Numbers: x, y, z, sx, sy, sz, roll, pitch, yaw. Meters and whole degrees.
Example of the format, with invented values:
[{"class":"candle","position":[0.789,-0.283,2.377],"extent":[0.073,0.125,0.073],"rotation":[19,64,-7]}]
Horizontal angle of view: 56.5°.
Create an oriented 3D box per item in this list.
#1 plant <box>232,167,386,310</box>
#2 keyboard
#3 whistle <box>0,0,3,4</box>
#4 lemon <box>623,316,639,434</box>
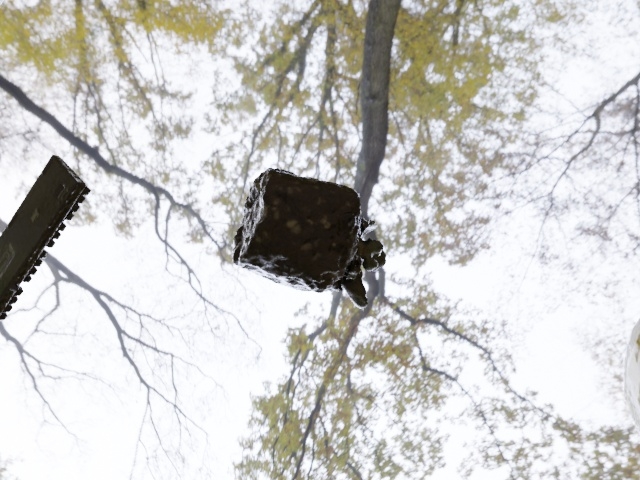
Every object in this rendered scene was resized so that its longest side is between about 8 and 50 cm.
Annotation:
[{"class":"plant","position":[0.000,0.000,1.147],"extent":[0.312,0.213,0.215],"rotation":[22,-100,-15]},{"class":"keyboard","position":[-0.420,0.035,0.811],"extent":[0.106,0.027,0.317],"rotation":[39,-84,36]},{"class":"whistle","position":[-0.375,-0.258,0.583],"extent":[0.253,0.102,0.105],"rotation":[-42,-146,-12]},{"class":"lemon","position":[0.569,0.193,0.769],"extent":[0.347,0.348,0.348],"rotation":[3,-119,-5]}]
